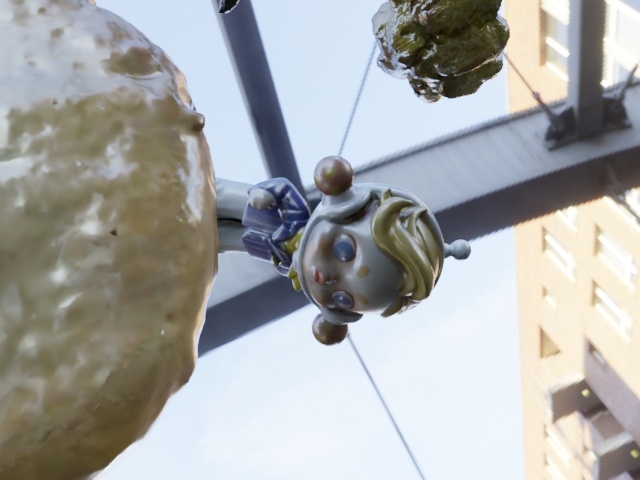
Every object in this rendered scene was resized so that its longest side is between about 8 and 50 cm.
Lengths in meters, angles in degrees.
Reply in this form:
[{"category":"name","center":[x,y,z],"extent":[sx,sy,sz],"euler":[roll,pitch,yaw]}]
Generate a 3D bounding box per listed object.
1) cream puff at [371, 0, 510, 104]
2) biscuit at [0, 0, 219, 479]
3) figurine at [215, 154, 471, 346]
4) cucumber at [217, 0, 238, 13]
[{"category":"cream puff","center":[0.192,-0.340,1.368],"extent":[0.196,0.244,0.244],"euler":[-44,-46,-3]},{"category":"biscuit","center":[-0.279,0.000,0.488],"extent":[0.446,0.429,0.104],"euler":[-17,-26,-8]},{"category":"figurine","center":[-0.003,0.009,0.845],"extent":[0.133,0.274,0.194],"euler":[-38,-65,-51]},{"category":"cucumber","center":[-0.093,-0.350,0.951],"extent":[0.033,0.036,0.184],"euler":[6,-70,-9]}]
